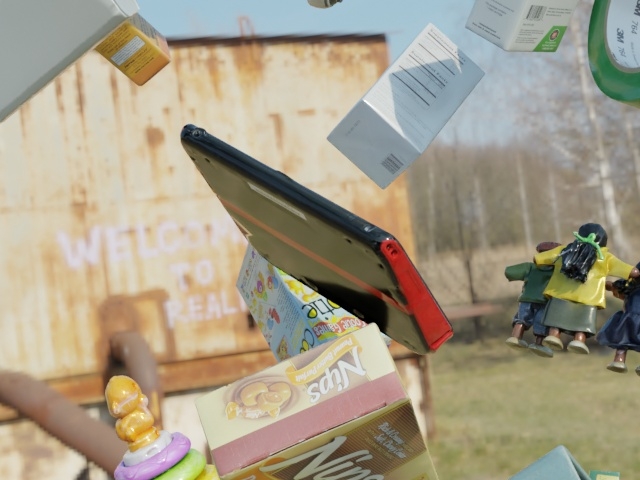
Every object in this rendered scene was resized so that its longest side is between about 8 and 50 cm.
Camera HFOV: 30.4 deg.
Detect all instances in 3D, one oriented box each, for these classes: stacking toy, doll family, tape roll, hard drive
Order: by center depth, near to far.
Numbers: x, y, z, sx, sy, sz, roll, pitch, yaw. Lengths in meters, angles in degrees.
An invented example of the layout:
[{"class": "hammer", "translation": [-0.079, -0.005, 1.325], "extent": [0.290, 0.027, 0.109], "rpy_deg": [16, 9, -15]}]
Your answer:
[{"class": "doll family", "translation": [0.230, 0.038, 0.894], "extent": [0.193, 0.111, 0.076], "rpy_deg": [12, -17, 19]}, {"class": "stacking toy", "translation": [-0.195, 0.306, 1.497], "extent": [0.166, 0.301, 0.175], "rpy_deg": [-25, 9, 19]}, {"class": "hard drive", "translation": [-0.395, -0.300, 1.526], "extent": [0.307, 0.203, 0.040], "rpy_deg": [-29, 11, 37]}, {"class": "tape roll", "translation": [0.501, -0.340, 1.661], "extent": [0.077, 0.321, 0.321], "rpy_deg": [14, -8, -20]}]

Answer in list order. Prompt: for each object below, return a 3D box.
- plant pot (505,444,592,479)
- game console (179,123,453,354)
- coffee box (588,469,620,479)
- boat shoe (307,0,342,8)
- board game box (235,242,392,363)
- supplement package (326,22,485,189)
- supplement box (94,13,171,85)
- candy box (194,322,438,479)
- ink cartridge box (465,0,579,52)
[{"class": "plant pot", "translation": [0.215, 0.401, 1.205], "extent": [0.252, 0.247, 0.247], "rpy_deg": [-29, -35, 9]}, {"class": "game console", "translation": [0.000, 0.000, 1.646], "extent": [0.386, 0.060, 0.342], "rpy_deg": [30, -18, 32]}, {"class": "coffee box", "translation": [0.347, 0.371, 1.468], "extent": [0.040, 0.113, 0.184], "rpy_deg": [5, -31, 14]}, {"class": "boat shoe", "translation": [0.041, -0.316, 1.089], "extent": [0.076, 0.228, 0.080], "rpy_deg": [18, 30, 7]}, {"class": "board game box", "translation": [-0.014, 0.114, 1.992], "extent": [0.142, 0.275, 0.144], "rpy_deg": [-8, -42, -29]}, {"class": "supplement package", "translation": [0.147, -0.229, 1.995], "extent": [0.244, 0.134, 0.139], "rpy_deg": [-51, 5, -36]}, {"class": "supplement box", "translation": [-0.346, -0.353, 1.888], "extent": [0.080, 0.078, 0.233], "rpy_deg": [-38, -48, 16]}, {"class": "candy box", "translation": [0.010, 0.211, 1.176], "extent": [0.183, 0.087, 0.316], "rpy_deg": [-24, -30, -1]}, {"class": "ink cartridge box", "translation": [0.320, -0.388, 1.729], "extent": [0.087, 0.208, 0.153], "rpy_deg": [38, 28, 31]}]
